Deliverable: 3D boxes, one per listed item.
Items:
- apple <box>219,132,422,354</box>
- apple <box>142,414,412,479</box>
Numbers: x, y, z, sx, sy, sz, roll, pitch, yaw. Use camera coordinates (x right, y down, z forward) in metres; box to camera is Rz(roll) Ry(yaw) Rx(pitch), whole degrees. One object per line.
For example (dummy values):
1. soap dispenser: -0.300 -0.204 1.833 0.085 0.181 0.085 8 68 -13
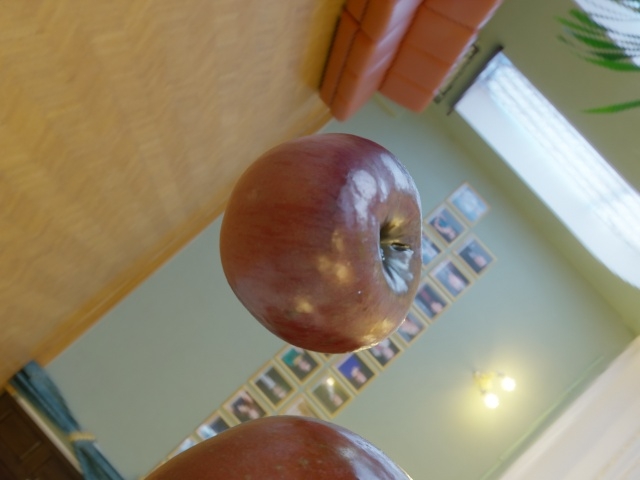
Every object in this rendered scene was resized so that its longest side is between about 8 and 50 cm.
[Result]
1. apple: 0.000 0.000 0.555 0.120 0.153 0.153 3 -156 30
2. apple: -0.050 0.327 0.726 0.348 0.277 0.348 -38 156 -20
